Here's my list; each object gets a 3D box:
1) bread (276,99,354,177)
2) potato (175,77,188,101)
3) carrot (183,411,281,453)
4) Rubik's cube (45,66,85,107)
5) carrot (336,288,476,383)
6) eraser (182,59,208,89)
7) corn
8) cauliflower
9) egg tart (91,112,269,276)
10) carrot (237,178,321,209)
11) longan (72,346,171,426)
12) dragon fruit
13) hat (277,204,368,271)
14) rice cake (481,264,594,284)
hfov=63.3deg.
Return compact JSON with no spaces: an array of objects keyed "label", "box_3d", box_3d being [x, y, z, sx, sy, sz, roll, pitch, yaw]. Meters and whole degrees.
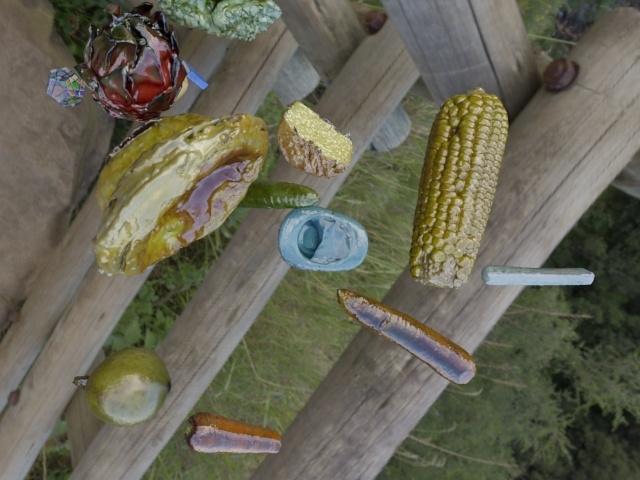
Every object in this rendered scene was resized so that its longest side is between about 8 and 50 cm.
[{"label":"bread","box_3d":[-0.032,-0.303,1.647,0.260,0.160,0.147,30,138,-18]},{"label":"potato","box_3d":[-0.569,-0.527,1.828,0.146,0.234,0.150,14,67,-45]},{"label":"carrot","box_3d":[-0.128,0.290,0.771,0.161,0.055,0.055,27,100,-39]},{"label":"Rubik's cube","box_3d":[-0.717,-0.429,1.460,0.111,0.111,0.093,-21,149,-24]},{"label":"carrot","box_3d":[0.148,0.162,0.902,0.314,0.066,0.066,33,96,-20]},{"label":"eraser","box_3d":[-0.396,-0.515,1.619,0.027,0.063,0.085,-43,150,9]},{"label":"corn","box_3d":[0.201,-0.085,0.766,0.119,0.119,0.322,28,74,-42]},{"label":"cauliflower","box_3d":[-0.163,-0.496,0.859,0.327,0.281,0.260,-19,83,-33]},{"label":"egg tart","box_3d":[-0.233,-0.090,0.826,0.352,0.150,0.352,-44,177,-3]},{"label":"carrot","box_3d":[-0.157,-0.101,1.071,0.074,0.358,0.074,-24,117,-60]},{"label":"longan","box_3d":[-0.366,0.267,0.960,0.176,0.145,0.154,10,146,-2]},{"label":"dragon fruit","box_3d":[-0.313,-0.288,0.872,0.182,0.188,0.182,0,86,-7]},{"label":"hat","box_3d":[0.000,0.000,1.097,0.191,0.078,0.138,13,90,-12]},{"label":"rice cake","box_3d":[0.409,0.066,0.976,0.208,0.033,0.033,1,125,3]}]
